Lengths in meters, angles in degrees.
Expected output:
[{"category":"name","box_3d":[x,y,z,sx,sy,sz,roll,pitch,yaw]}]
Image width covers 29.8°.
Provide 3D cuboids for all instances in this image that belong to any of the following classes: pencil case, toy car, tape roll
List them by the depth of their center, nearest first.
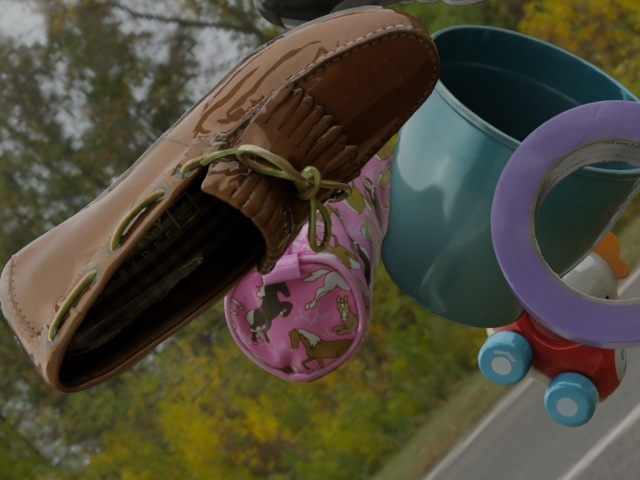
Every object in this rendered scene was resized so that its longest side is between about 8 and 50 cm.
[{"category":"tape roll","box_3d":[0.232,-0.010,0.953,0.189,0.189,0.080,-47,-13,2]},{"category":"pencil case","box_3d":[0.000,0.000,1.386,0.160,0.167,0.386,-43,14,26]},{"category":"toy car","box_3d":[0.369,0.096,1.699,0.219,0.210,0.238,-43,-18,-55]}]

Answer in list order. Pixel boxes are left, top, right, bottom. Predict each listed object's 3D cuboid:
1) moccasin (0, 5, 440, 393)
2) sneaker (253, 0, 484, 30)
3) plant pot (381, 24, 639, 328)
[{"category":"moccasin","box_3d":[-0.062,-0.032,0.882,0.380,0.147,0.139,-35,-49,-10]},{"category":"sneaker","box_3d":[0.055,-0.250,0.996,0.228,0.086,0.132,-12,-21,-9]},{"category":"plant pot","box_3d":[0.194,-0.053,1.305,0.271,0.271,0.255,-41,-22,-54]}]
